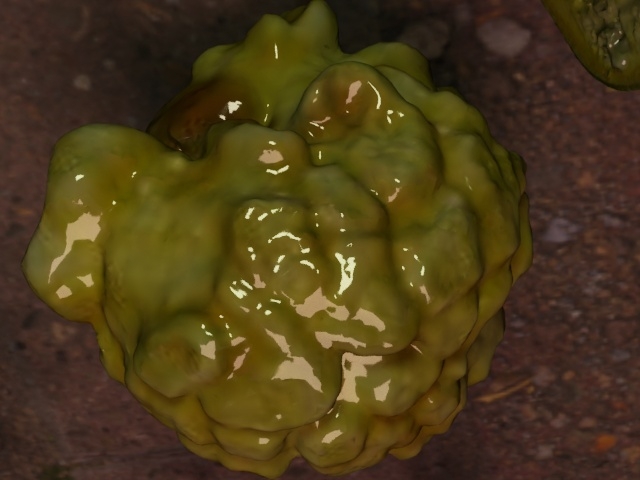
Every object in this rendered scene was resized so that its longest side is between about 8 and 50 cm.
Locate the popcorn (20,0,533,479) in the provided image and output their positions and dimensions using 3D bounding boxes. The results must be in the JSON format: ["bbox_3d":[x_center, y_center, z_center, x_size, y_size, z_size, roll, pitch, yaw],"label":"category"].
[{"bbox_3d":[-0.011,-0.004,0.854,0.216,0.235,0.181,20,146,4],"label":"popcorn"}]

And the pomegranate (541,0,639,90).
[{"bbox_3d":[0.145,-0.134,0.779,0.169,0.122,0.143,34,141,15],"label":"pomegranate"}]
